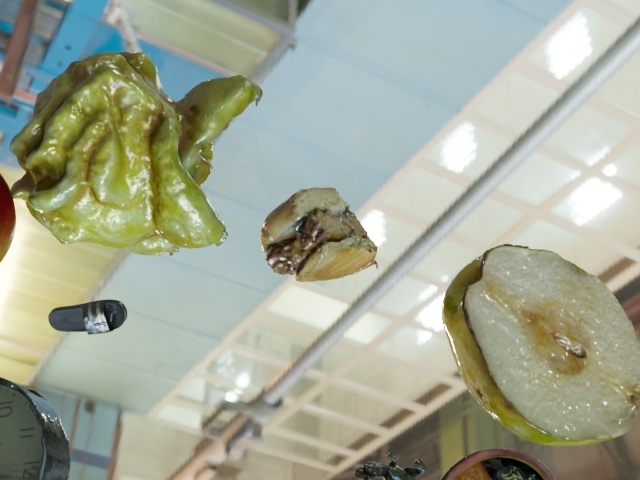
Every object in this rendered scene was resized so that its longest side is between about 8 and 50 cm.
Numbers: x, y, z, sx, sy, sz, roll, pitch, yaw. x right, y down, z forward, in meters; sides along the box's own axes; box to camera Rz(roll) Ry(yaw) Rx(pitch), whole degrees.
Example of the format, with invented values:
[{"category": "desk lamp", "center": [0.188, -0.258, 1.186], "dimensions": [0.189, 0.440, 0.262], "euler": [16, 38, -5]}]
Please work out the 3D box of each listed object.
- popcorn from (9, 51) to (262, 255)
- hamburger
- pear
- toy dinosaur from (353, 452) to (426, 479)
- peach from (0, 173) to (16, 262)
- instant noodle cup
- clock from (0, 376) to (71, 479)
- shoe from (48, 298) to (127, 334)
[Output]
[{"category": "popcorn", "center": [-0.258, -0.110, 1.388], "dimensions": [0.321, 0.290, 0.326], "euler": [-50, -120, 25]}, {"category": "hamburger", "center": [0.000, 0.000, 1.839], "dimensions": [0.155, 0.245, 0.282], "euler": [59, -20, 14]}, {"category": "pear", "center": [0.367, 0.201, 1.775], "dimensions": [0.340, 0.386, 0.191], "euler": [-54, -175, -35]}, {"category": "toy dinosaur", "center": [0.147, 0.538, 2.214], "dimensions": [0.179, 0.187, 0.087], "euler": [-48, -168, 44]}, {"category": "peach", "center": [-0.484, -0.032, 1.292], "dimensions": [0.197, 0.197, 0.197], "euler": [-47, -149, 42]}, {"category": "instant noodle cup", "center": [0.349, 0.537, 1.860], "dimensions": [0.244, 0.255, 0.244], "euler": [-12, -127, 16]}, {"category": "clock", "center": [-0.513, 0.344, 1.456], "dimensions": [0.312, 0.061, 0.313], "euler": [-8, -117, 17]}, {"category": "shoe", "center": [-0.492, 0.169, 2.110], "dimensions": [0.049, 0.179, 0.071], "euler": [-69, 151, -63]}]
